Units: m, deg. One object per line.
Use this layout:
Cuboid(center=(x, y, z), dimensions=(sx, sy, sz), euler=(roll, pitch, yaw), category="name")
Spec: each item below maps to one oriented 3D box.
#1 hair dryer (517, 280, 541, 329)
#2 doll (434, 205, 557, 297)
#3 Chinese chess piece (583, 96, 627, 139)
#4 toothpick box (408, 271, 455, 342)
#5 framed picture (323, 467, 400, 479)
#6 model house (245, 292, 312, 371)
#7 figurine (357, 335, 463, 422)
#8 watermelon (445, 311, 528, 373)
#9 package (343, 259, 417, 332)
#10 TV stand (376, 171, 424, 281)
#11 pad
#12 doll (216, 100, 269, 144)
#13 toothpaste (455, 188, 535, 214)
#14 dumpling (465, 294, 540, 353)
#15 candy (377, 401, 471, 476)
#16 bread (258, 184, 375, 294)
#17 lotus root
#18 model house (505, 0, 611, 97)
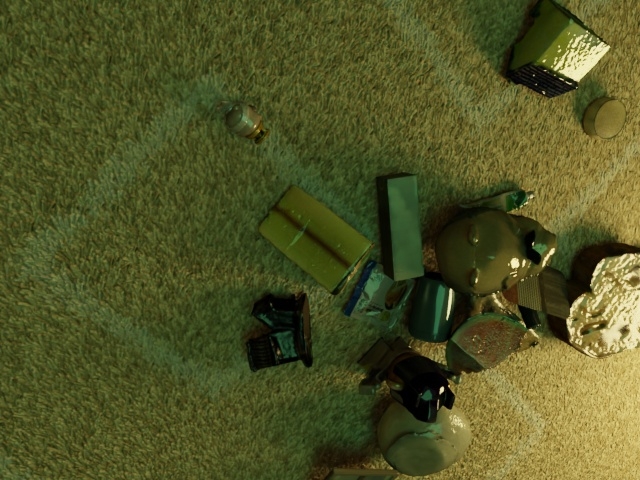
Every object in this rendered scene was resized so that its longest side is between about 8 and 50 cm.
Cuboid(center=(0.659, 0.175, 1.633), dimensions=(0.195, 0.050, 0.173), euler=(1, 67, -32), category="hair dryer")
Cuboid(center=(0.474, 0.027, 1.436), dimensions=(0.350, 0.247, 0.247), euler=(-2, 108, -38), category="doll")
Cuboid(center=(0.819, -0.350, 1.562), dimensions=(0.122, 0.051, 0.122), euler=(-6, 110, -16), category="Chinese chess piece")
Cuboid(center=(0.316, 0.182, 1.513), dimensions=(0.120, 0.120, 0.184), euler=(3, 102, -20), category="toothpick box")
Cuboid(center=(0.075, 0.745, 1.588), dimensions=(0.213, 0.016, 0.289), euler=(11, 128, -22), category="framed picture")
Cuboid(center=(-0.108, 0.236, 1.398), dimensions=(0.164, 0.141, 0.203), euler=(-3, 87, 4), category="model house")
Cuboid(center=(0.238, 0.366, 1.455), dimensions=(0.309, 0.308, 0.143), euler=(-18, 106, -13), category="figurine")
Cuboid(center=(0.440, 0.263, 1.513), dimensions=(0.231, 0.128, 0.146), euler=(-35, 107, -10), category="watermelon")
Cuboid(center=(0.167, 0.157, 1.503), dimensions=(0.173, 0.027, 0.171), euler=(23, 97, -26), category="package")
Cuboid(center=(0.208, -0.038, 1.418), dimensions=(0.088, 0.083, 0.269), euler=(-9, 105, -14), category="TV stand")
Cuboid(center=(0.651, 0.053, 1.616), dimensions=(0.250, 0.055, 0.323), euler=(17, 77, -17), category="pad")
Cuboid(center=(-0.174, -0.282, 1.235), dimensions=(0.127, 0.073, 0.084), euler=(39, 58, -29), category="doll")
Cuboid(center=(0.495, -0.099, 1.531), dimensions=(0.248, 0.047, 0.078), euler=(-17, 112, -11), category="toothpaste")
Cuboid(center=(0.505, 0.242, 1.614), dimensions=(0.166, 0.086, 0.332), euler=(-38, 117, 17), category="dumpling")
Cuboid(center=(0.299, 0.557, 1.579), dimensions=(0.296, 0.185, 0.295), euler=(-2, 130, -2), category="candy")
Cuboid(center=(-0.003, -0.003, 1.390), dimensions=(0.264, 0.163, 0.167), euler=(40, 92, 6), category="bread")
Cuboid(center=(0.920, 0.198, 1.699), dimensions=(0.375, 0.111, 0.390), euler=(40, 95, -13), category="lotus root")
Cuboid(center=(0.601, -0.484, 1.419), dimensions=(0.194, 0.170, 0.211), euler=(14, 129, -29), category="model house")
